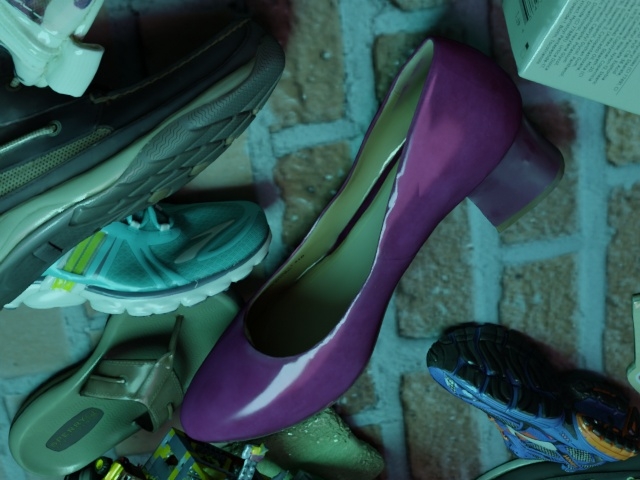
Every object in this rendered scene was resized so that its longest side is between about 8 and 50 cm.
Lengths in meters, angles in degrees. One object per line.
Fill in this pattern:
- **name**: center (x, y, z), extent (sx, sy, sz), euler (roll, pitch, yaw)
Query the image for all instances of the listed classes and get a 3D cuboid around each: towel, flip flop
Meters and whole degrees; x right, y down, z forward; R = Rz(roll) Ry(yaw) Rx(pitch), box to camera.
- **towel**: center (-0.028, 0.204, 1.682), extent (0.148, 0.027, 0.110), euler (-29, 127, 20)
- **flip flop**: center (-0.161, 0.125, 1.562), extent (0.112, 0.080, 0.277), euler (34, 120, -30)

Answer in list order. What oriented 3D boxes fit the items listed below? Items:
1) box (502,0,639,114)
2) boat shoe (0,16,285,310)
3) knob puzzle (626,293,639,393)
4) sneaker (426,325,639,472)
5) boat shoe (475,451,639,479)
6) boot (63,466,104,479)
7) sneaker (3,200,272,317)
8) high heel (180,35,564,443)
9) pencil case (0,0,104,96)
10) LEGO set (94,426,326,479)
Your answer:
- **box**: center (0.279, -0.147, 1.353), extent (0.275, 0.094, 0.113), euler (16, 129, -19)
- **boat shoe**: center (-0.191, -0.065, 1.334), extent (0.355, 0.130, 0.132), euler (-35, 173, -6)
- **knob puzzle**: center (0.365, 0.109, 1.633), extent (0.213, 0.030, 0.213), euler (-3, 132, -3)
- **sneaker**: center (0.176, 0.149, 1.621), extent (0.221, 0.083, 0.087), euler (30, 131, -24)
- **boat shoe**: center (0.231, 0.237, 1.708), extent (0.227, 0.069, 0.081), euler (-19, 131, 11)
- **boot**: center (-0.273, 0.302, 1.709), extent (0.178, 0.085, 0.236), euler (-1, 132, -2)
- **sneaker**: center (-0.173, -0.008, 1.434), extent (0.275, 0.107, 0.110), euler (-2, 121, -5)
- **high heel**: center (0.000, 0.000, 1.424), extent (0.377, 0.127, 0.181), euler (-43, 134, 7)
- **pencil case**: center (-0.293, -0.248, 1.125), extent (0.410, 0.184, 0.160), euler (31, 142, -22)
- **LEGO set**: center (-0.050, 0.313, 1.572), extent (0.255, 0.192, 0.331), euler (-49, 127, 4)
